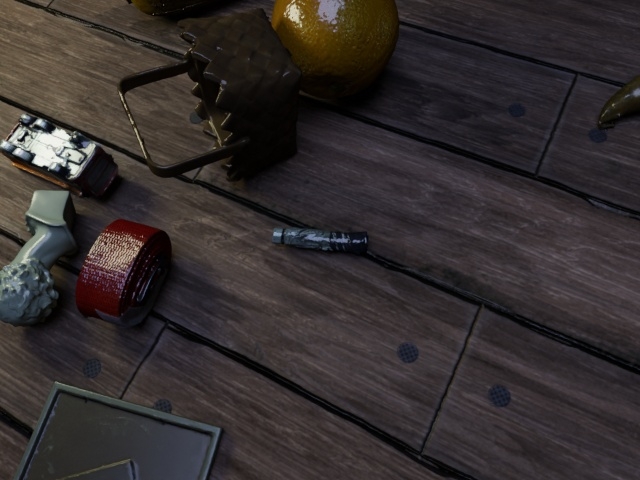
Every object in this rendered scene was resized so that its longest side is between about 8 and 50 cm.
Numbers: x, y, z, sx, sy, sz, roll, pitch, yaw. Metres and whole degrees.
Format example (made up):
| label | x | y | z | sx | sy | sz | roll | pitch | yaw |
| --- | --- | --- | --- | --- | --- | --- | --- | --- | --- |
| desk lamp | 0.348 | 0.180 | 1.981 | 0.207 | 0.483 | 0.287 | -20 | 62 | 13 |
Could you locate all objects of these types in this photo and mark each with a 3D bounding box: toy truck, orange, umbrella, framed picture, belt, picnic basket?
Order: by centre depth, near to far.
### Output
| label | x | y | z | sx | sy | sz | roll | pitch | yaw |
| --- | --- | --- | --- | --- | --- | --- | --- | --- | --- |
| framed picture | -0.358 | 0.403 | 0.871 | 0.334 | 0.022 | 0.248 | 10 | 69 | 11 |
| belt | -0.360 | 0.063 | 0.962 | 0.124 | 0.128 | 0.201 | 14 | 68 | 14 |
| umbrella | 0.000 | 0.000 | 0.993 | 0.188 | 0.050 | 0.046 | 3 | 87 | 8 |
| picnic basket | -0.209 | -0.264 | 0.997 | 0.320 | 0.291 | 0.254 | -22 | 66 | -16 |
| orange | 0.030 | -0.434 | 1.058 | 0.274 | 0.274 | 0.274 | -3 | 66 | 6 |
| toy truck | -0.570 | -0.180 | 1.098 | 0.270 | 0.135 | 0.114 | 21 | 73 | 20 |

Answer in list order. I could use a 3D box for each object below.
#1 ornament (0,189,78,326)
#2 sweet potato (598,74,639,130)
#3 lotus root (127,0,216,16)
| label | x | y | z | sx | sy | sz | roll | pitch | yaw |
| --- | --- | --- | --- | --- | --- | --- | --- | --- | --- |
| ornament | -0.552 | 0.029 | 1.002 | 0.120 | 0.130 | 0.285 | 10 | 67 | -3 |
| sweet potato | 0.765 | -0.309 | 0.992 | 0.422 | 0.130 | 0.131 | -7 | 66 | 11 |
| lotus root | -0.307 | -0.690 | 1.255 | 0.397 | 0.179 | 0.196 | -20 | 68 | -1 |
